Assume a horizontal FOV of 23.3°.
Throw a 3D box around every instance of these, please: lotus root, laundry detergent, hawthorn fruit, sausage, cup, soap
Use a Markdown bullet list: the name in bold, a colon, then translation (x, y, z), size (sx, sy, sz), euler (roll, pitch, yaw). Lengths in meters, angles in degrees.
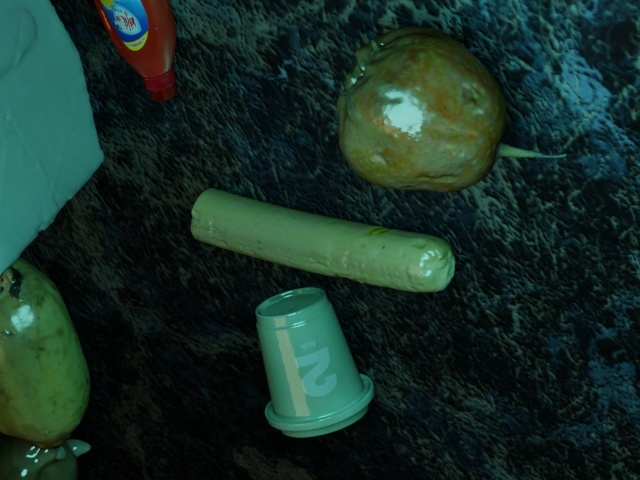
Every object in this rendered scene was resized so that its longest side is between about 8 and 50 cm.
- **lotus root**: translation (-0.373, 0.150, 1.933), size (0.160, 0.146, 0.284), euler (32, 146, 43)
- **laundry detergent**: translation (-0.181, -0.212, 1.520), size (0.097, 0.049, 0.165), euler (18, 136, 39)
- **hawthorn fruit**: translation (0.094, -0.093, 1.309), size (0.189, 0.149, 0.149), euler (44, 141, 7)
- **sausage**: translation (0.000, 0.001, 1.543), size (0.301, 0.066, 0.065), euler (14, 132, 35)
- **cup**: translation (-0.012, 0.126, 1.633), size (0.120, 0.120, 0.141), euler (-1, 109, 42)
- **soap**: translation (-0.431, -0.185, 1.550), size (0.213, 0.350, 0.435), euler (-6, 121, 35)

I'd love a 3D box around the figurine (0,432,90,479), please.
- **figurine**: translation (-0.432, 0.328, 2.105), size (0.247, 0.177, 0.173), euler (-40, 119, 17)
